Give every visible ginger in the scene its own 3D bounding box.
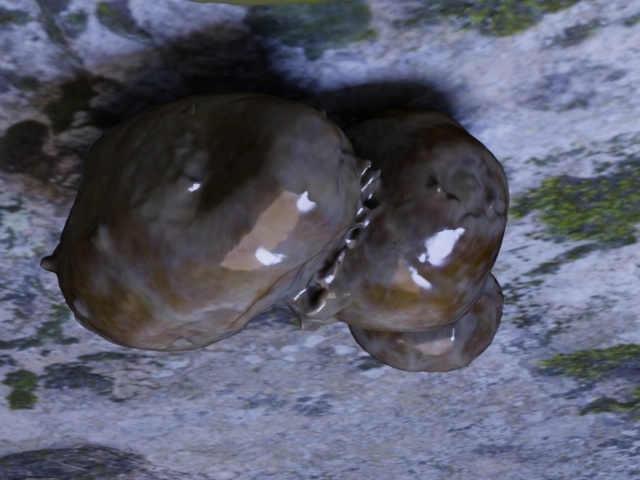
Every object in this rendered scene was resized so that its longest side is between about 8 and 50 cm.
[{"bbox_3d":[0.000,0.000,0.969,0.304,0.155,0.244,12,146,-23],"label":"ginger"}]

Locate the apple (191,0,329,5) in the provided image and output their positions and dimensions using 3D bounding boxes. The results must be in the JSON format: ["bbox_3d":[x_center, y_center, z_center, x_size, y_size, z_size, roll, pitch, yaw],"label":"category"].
[{"bbox_3d":[-0.012,-0.208,0.446,0.254,0.292,0.292,20,151,5],"label":"apple"}]
